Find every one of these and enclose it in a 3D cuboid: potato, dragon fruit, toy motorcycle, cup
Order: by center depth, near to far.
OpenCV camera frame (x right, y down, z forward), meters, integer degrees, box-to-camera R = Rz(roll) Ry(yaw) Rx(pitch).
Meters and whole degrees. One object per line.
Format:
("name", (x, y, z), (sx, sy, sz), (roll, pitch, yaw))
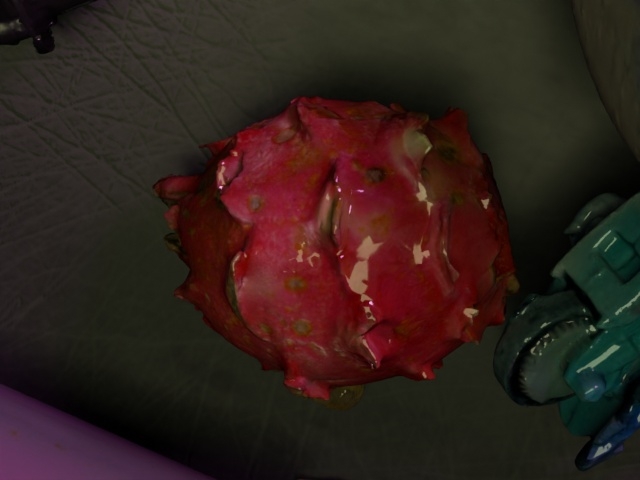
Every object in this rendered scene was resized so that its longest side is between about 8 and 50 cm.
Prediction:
("dragon fruit", (0.000, 0.000, 0.851), (0.268, 0.205, 0.210), (11, 69, 25))
("toy motorcycle", (0.243, 0.037, 0.859), (0.260, 0.154, 0.206), (-46, 133, 14))
("cup", (-0.187, 0.218, 0.943), (0.288, 0.203, 0.203), (29, 106, 4))
("potato", (-0.006, 0.091, 0.953), (0.092, 0.045, 0.046), (35, 141, -2))

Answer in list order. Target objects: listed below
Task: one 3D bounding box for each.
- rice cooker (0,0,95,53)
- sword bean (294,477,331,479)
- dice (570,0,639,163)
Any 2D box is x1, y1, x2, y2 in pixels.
("rice cooker", (-0.204, -0.224, 0.837), (0.118, 0.142, 0.203), (-18, 107, -2))
("sword bean", (0.021, 0.195, 0.997), (0.083, 0.012, 0.012), (8, 106, 4))
("dice", (0.311, -0.172, 0.673), (0.304, 0.304, 0.276), (-8, 129, -5))
